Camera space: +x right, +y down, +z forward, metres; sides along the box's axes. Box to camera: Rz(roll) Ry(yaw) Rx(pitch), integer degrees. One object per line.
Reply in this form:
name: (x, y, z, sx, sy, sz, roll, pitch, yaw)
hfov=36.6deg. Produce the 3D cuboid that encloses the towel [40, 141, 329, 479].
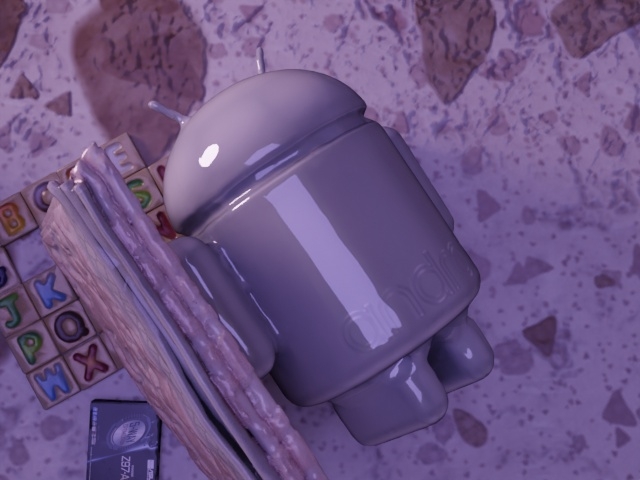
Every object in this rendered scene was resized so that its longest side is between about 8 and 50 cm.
towel: (-0.114, 0.100, 0.771, 0.053, 0.317, 0.332, -34, 92, -17)

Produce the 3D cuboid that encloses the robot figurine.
robot figurine: (0.000, 0.000, 0.840, 0.300, 0.200, 0.353, -34, 89, -44)

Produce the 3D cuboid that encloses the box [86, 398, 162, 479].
box: (-0.185, 0.194, 0.917, 0.067, 0.018, 0.083, 4, 87, -1)

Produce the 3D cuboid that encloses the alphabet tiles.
alphabet tiles: (-0.207, 0.019, 0.930, 0.237, 0.009, 0.198, -29, 88, -2)
